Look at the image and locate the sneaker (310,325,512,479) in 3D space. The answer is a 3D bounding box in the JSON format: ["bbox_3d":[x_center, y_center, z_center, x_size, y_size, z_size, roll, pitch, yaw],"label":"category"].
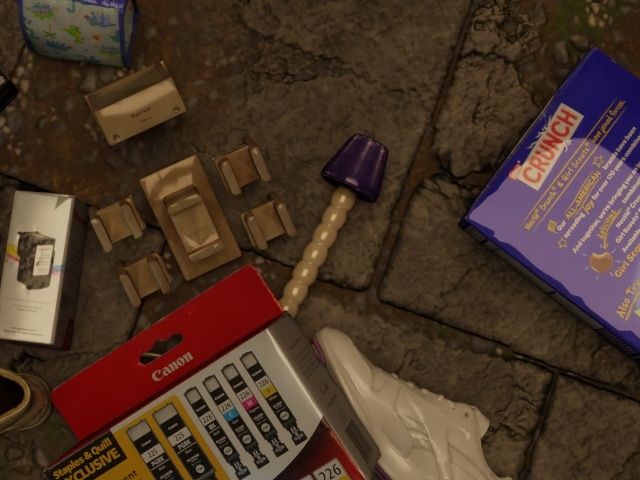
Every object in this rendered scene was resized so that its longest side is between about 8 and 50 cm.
[{"bbox_3d":[0.105,0.217,1.777,0.152,0.114,0.305,-37,90,-20],"label":"sneaker"}]

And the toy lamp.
[{"bbox_3d":[0.000,0.000,1.800,0.080,0.080,0.274,28,82,1],"label":"toy lamp"}]

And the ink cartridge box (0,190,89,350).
[{"bbox_3d":[-0.326,0.037,1.757,0.072,0.127,0.175,7,82,1],"label":"ink cartridge box"}]

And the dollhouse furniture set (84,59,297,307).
[{"bbox_3d":[-0.180,-0.078,1.795,0.212,0.161,0.242,-25,107,-5],"label":"dollhouse furniture set"}]

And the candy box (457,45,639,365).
[{"bbox_3d":[0.368,-0.031,1.797,0.317,0.122,0.268,38,84,1],"label":"candy box"}]

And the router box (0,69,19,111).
[{"bbox_3d":[-0.559,-0.156,1.794,0.243,0.081,0.309,43,84,3],"label":"router box"}]

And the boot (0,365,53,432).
[{"bbox_3d":[-0.446,0.189,1.695,0.262,0.203,0.095,-3,83,-4],"label":"boot"}]

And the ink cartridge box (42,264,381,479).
[{"bbox_3d":[-0.137,0.221,1.674,0.309,0.130,0.271,-34,91,11],"label":"ink cartridge box"}]

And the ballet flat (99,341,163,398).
[{"bbox_3d":[-0.162,0.181,1.777,0.213,0.072,0.068,24,72,0],"label":"ballet flat"}]

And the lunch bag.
[{"bbox_3d":[-0.288,-0.271,1.783,0.129,0.151,0.096,7,83,-1],"label":"lunch bag"}]
